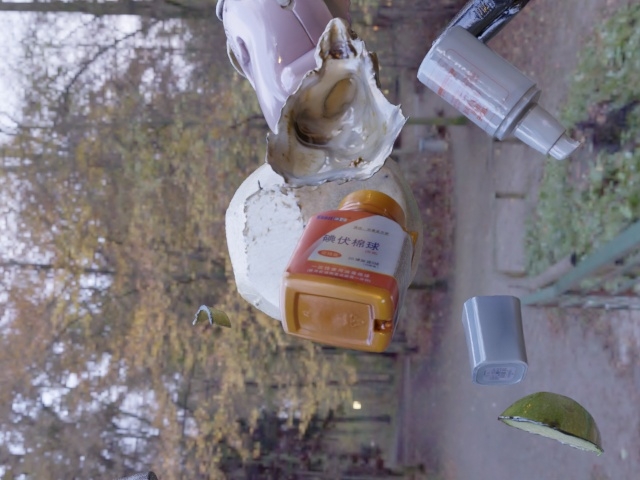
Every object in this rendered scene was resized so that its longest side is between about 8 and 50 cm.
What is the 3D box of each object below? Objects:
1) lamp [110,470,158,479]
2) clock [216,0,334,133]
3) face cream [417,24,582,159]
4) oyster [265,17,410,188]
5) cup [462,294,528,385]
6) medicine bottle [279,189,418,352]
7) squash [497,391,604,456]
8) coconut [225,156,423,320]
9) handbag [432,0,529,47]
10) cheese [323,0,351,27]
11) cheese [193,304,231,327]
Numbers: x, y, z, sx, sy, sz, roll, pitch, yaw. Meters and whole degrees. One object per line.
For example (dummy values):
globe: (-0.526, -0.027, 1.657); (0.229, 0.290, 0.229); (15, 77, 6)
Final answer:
lamp: (-0.285, 0.402, 1.004); (0.374, 0.272, 0.205); (46, -152, -67)
clock: (-0.070, -0.356, 1.512); (0.325, 0.184, 0.342); (59, 165, 20)
face cream: (0.267, -0.202, 1.194); (0.101, 0.252, 0.101); (-47, -11, -12)
oyster: (0.025, -0.149, 0.961); (0.107, 0.162, 0.232); (77, -167, -56)
cup: (0.288, 0.172, 1.361); (0.128, 0.095, 0.129); (85, -176, -53)
medicine bottle: (0.044, 0.032, 1.094); (0.222, 0.149, 0.112); (-66, -18, -50)
squash: (0.423, 0.315, 1.483); (0.184, 0.192, 0.085); (47, -121, -61)
coconut: (0.000, 0.000, 1.478); (0.360, 0.346, 0.346); (143, 131, -72)
handbag: (0.355, -0.477, 1.596); (0.244, 0.088, 0.275); (-49, 2, -23)
cheese: (0.003, -0.512, 1.767); (0.163, 0.082, 0.286); (-26, -57, -32)
cheese: (-0.225, 0.154, 1.664); (0.060, 0.084, 0.041); (14, -102, -47)
